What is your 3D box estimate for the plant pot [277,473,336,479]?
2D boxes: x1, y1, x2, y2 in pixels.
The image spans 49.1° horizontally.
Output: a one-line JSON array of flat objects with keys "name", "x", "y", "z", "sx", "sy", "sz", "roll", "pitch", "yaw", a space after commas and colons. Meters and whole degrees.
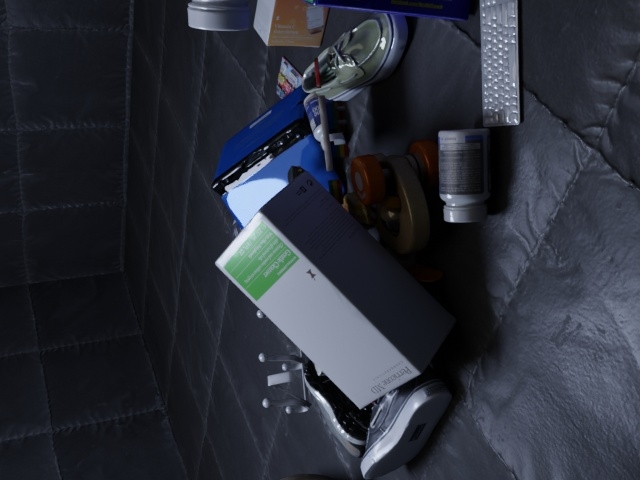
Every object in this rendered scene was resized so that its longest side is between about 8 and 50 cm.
[{"name": "plant pot", "x": -0.048, "y": 0.677, "z": 1.611, "sx": 0.280, "sy": 0.322, "sz": 0.324, "roll": 155, "pitch": 107, "yaw": -80}]

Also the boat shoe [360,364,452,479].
[{"name": "boat shoe", "x": 0.140, "y": 0.334, "z": 1.307, "sx": 0.102, "sy": 0.108, "sz": 0.301, "roll": 61, "pitch": 144, "yaw": 38}]

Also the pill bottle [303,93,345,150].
[{"name": "pill bottle", "x": 0.012, "y": -0.249, "z": 1.467, "sx": 0.067, "sy": 0.067, "sz": 0.120, "roll": -53, "pitch": 50, "yaw": 56}]

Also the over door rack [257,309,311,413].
[{"name": "over door rack", "x": -0.097, "y": 0.251, "z": 1.614, "sx": 0.324, "sy": 0.108, "sz": 0.240, "roll": 75, "pitch": -173, "yaw": -64}]

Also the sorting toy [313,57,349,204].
[{"name": "sorting toy", "x": 0.025, "y": -0.205, "z": 1.291, "sx": 0.132, "sy": 0.046, "sz": 0.275, "roll": -83, "pitch": -14, "yaw": -84}]

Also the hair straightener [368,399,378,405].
[{"name": "hair straightener", "x": 0.081, "y": 0.233, "z": 1.470, "sx": 0.089, "sy": 0.047, "sz": 0.231, "roll": -41, "pitch": 60, "yaw": 60}]

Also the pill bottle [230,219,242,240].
[{"name": "pill bottle", "x": -0.151, "y": -0.034, "z": 1.793, "sx": 0.245, "sy": 0.130, "sz": 0.131, "roll": 149, "pitch": 111, "yaw": -63}]

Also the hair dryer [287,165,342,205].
[{"name": "hair dryer", "x": 0.000, "y": 0.000, "z": 1.422, "sx": 0.294, "sy": 0.080, "sz": 0.224, "roll": -120, "pitch": 26, "yaw": -51}]

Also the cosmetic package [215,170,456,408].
[{"name": "cosmetic package", "x": 0.025, "y": 0.087, "z": 1.205, "sx": 0.365, "sy": 0.155, "sz": 0.197, "roll": 45, "pitch": 136, "yaw": 1}]

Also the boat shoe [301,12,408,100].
[{"name": "boat shoe", "x": 0.059, "y": -0.334, "z": 1.315, "sx": 0.302, "sy": 0.094, "sz": 0.109, "roll": -31, "pitch": 68, "yaw": 63}]

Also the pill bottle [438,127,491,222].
[{"name": "pill bottle", "x": 0.218, "y": -0.099, "z": 1.060, "sx": 0.078, "sy": 0.078, "sz": 0.137, "roll": 15, "pitch": 109, "yaw": 63}]

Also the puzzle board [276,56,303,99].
[{"name": "puzzle board", "x": -0.076, "y": -0.371, "z": 1.685, "sx": 0.128, "sy": 0.011, "sz": 0.097, "roll": 54, "pitch": 143, "yaw": 45}]

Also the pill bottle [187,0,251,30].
[{"name": "pill bottle", "x": -0.156, "y": -0.439, "z": 1.088, "sx": 0.119, "sy": 0.119, "sz": 0.209, "roll": 40, "pitch": 131, "yaw": 55}]

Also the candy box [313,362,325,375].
[{"name": "candy box", "x": 0.052, "y": 0.146, "z": 1.421, "sx": 0.233, "sy": 0.071, "sz": 0.159, "roll": -50, "pitch": 50, "yaw": 36}]

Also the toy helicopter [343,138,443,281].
[{"name": "toy helicopter", "x": 0.116, "y": -0.040, "z": 1.279, "sx": 0.355, "sy": 0.140, "sz": 0.235, "roll": -179, "pitch": 73, "yaw": -75}]

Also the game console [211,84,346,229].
[{"name": "game console", "x": -0.090, "y": -0.169, "z": 1.606, "sx": 0.293, "sy": 0.173, "sz": 0.250, "roll": -30, "pitch": 35, "yaw": 31}]

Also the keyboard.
[{"name": "keyboard", "x": 0.257, "y": -0.294, "z": 1.004, "sx": 0.072, "sy": 0.014, "sz": 0.256, "roll": 13, "pitch": 108, "yaw": 63}]

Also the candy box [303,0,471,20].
[{"name": "candy box", "x": 0.048, "y": -0.439, "z": 1.108, "sx": 0.317, "sy": 0.268, "sz": 0.122, "roll": 42, "pitch": 130, "yaw": 54}]

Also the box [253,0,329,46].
[{"name": "box", "x": -0.055, "y": -0.504, "z": 1.468, "sx": 0.091, "sy": 0.130, "sz": 0.171, "roll": -120, "pitch": 33, "yaw": -40}]

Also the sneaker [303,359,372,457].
[{"name": "sneaker", "x": 0.034, "y": 0.363, "z": 1.549, "sx": 0.272, "sy": 0.100, "sz": 0.108, "roll": -124, "pitch": 28, "yaw": -46}]
